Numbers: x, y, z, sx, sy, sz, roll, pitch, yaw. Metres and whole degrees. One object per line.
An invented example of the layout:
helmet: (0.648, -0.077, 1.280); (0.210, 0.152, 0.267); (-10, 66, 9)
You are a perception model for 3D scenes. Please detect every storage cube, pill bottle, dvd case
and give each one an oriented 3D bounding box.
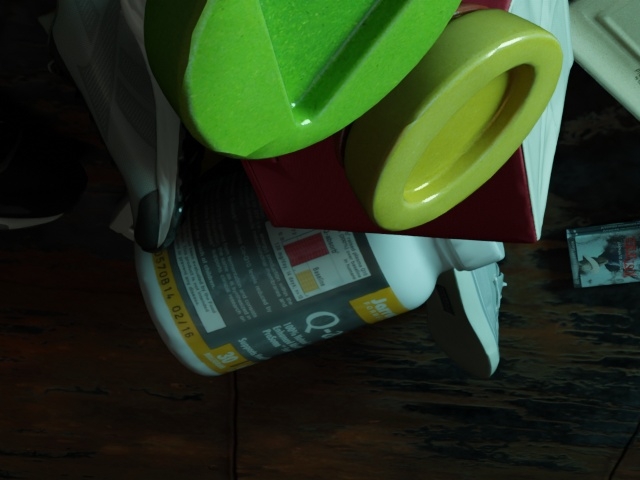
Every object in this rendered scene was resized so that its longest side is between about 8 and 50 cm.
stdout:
storage cube: (0.054, -0.128, 0.685); (0.193, 0.183, 0.215); (4, 143, 21)
pill bottle: (0.000, 0.000, 0.860); (0.279, 0.162, 0.162); (-20, 137, 14)
dvd case: (0.305, 0.012, 1.005); (0.120, 0.013, 0.087); (-6, 141, 14)

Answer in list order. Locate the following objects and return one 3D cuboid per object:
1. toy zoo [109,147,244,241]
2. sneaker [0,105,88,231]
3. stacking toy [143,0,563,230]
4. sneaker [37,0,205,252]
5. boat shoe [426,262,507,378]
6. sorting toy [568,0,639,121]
toy zoo: (-0.066, -0.016, 0.996); (0.293, 0.030, 0.192); (33, 134, -31)
sneaker: (-0.330, -0.101, 0.862); (0.283, 0.107, 0.124); (18, 134, -16)
stacking toy: (0.044, -0.161, 0.410); (0.309, 0.130, 0.280); (-52, 154, 20)
sneaker: (-0.144, -0.121, 0.757); (0.108, 0.100, 0.271); (-4, 111, 4)
boat shoe: (0.148, 0.047, 1.009); (0.079, 0.081, 0.227); (26, 151, 38)
sorting toy: (0.307, -0.168, 0.762); (0.193, 0.038, 0.208); (33, 130, -31)
